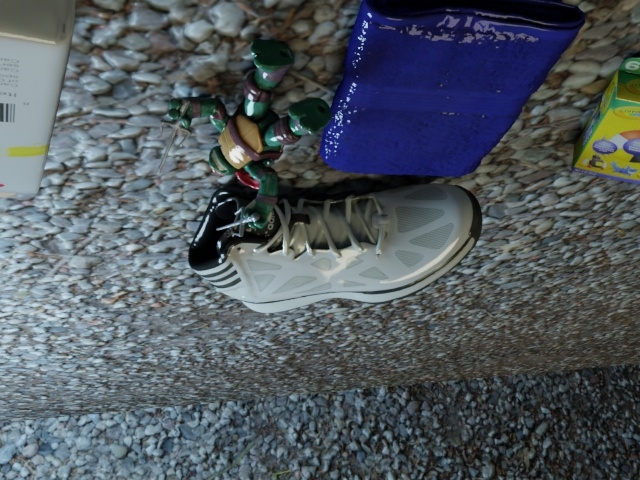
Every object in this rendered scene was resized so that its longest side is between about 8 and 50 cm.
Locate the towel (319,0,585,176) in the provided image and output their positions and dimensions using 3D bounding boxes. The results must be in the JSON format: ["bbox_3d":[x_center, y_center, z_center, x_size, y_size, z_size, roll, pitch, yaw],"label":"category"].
[{"bbox_3d":[0.128,-0.178,0.807,0.228,0.076,0.308,2,156,-9],"label":"towel"}]

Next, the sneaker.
[{"bbox_3d":[0.000,0.001,1.035,0.448,0.169,0.257,-17,158,24],"label":"sneaker"}]

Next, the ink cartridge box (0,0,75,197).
[{"bbox_3d":[-0.323,-0.148,0.460,0.279,0.160,0.385,2,170,-25],"label":"ink cartridge box"}]

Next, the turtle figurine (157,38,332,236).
[{"bbox_3d":[-0.092,-0.116,0.808,0.175,0.118,0.234,43,136,-9],"label":"turtle figurine"}]

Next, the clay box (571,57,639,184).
[{"bbox_3d":[0.437,-0.154,0.944,0.128,0.053,0.222,12,159,8],"label":"clay box"}]
